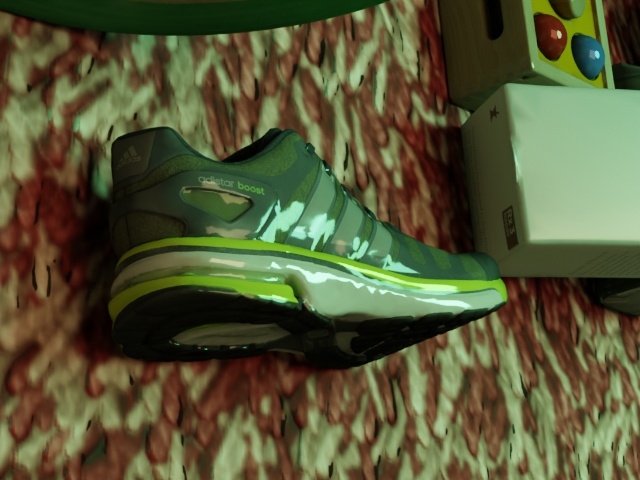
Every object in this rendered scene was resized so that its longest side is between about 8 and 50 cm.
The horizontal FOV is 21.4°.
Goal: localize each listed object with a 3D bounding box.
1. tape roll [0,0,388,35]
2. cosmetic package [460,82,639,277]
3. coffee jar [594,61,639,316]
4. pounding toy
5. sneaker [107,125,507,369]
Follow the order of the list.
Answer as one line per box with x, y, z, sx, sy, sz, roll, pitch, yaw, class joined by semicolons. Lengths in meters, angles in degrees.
-0.051;-0.197;0.798;0.321;0.321;0.077;14;63;-47;tape roll
0.219;-0.038;1.177;0.231;0.085;0.117;2;71;-19;cosmetic package
0.246;-0.040;1.287;0.096;0.079;0.184;15;62;-46;coffee jar
0.152;-0.167;1.210;0.130;0.100;0.141;16;62;-47;pounding toy
0.000;0.000;0.954;0.300;0.111;0.121;9;64;-51;sneaker
